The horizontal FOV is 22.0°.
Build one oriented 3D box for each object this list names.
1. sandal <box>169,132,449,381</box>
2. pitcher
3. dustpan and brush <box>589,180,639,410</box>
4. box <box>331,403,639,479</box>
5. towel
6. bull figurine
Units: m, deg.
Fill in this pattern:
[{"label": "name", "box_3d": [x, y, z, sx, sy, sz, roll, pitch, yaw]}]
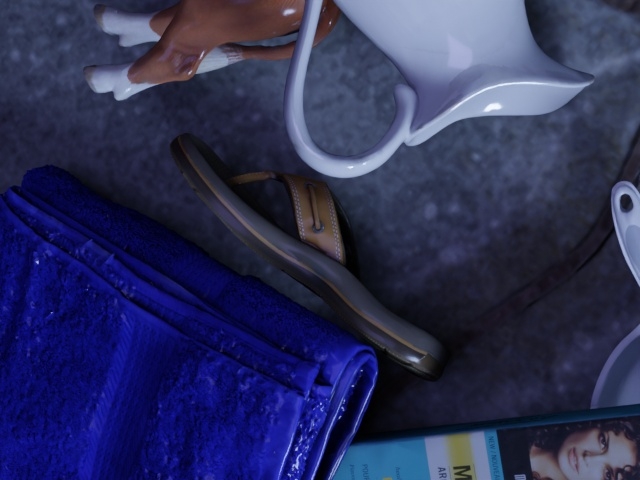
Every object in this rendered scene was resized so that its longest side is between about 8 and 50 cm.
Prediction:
[{"label": "sandal", "box_3d": [0.000, 0.000, 1.005, 0.219, 0.090, 0.060, 39, 90, 21]}, {"label": "pitcher", "box_3d": [0.038, -0.150, 0.942, 0.178, 0.125, 0.207, -22, 85, -14]}, {"label": "dustpan and brush", "box_3d": [0.202, 0.068, 0.920, 0.147, 0.060, 0.211, -17, 84, 25]}, {"label": "box", "box_3d": [0.107, 0.153, 0.938, 0.244, 0.060, 0.100, -12, 86, 39]}, {"label": "towel", "box_3d": [-0.124, 0.104, 1.033, 0.308, 0.076, 0.227, 29, 103, 36]}, {"label": "bull figurine", "box_3d": [-0.104, -0.241, 1.032, 0.188, 0.101, 0.310, -29, 80, 18]}]
